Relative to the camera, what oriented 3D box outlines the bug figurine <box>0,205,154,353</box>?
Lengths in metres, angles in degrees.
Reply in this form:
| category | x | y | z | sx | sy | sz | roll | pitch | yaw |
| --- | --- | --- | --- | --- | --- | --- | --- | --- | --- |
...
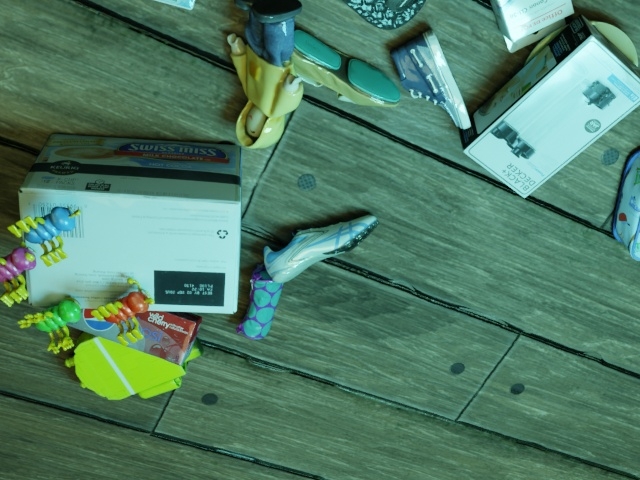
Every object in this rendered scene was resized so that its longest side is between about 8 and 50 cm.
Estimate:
| category | x | y | z | sx | sy | sz | roll | pitch | yaw |
| --- | --- | --- | --- | --- | --- | --- | --- | --- | --- |
| bug figurine | -0.403 | 0.063 | 1.182 | 0.216 | 0.072 | 0.279 | -21 | 126 | 15 |

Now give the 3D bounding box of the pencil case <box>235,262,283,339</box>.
| category | x | y | z | sx | sy | sz | roll | pitch | yaw |
| --- | --- | --- | --- | --- | --- | --- | --- | --- | --- |
| pencil case | -0.122 | 0.126 | 1.522 | 0.070 | 0.064 | 0.152 | 1 | 121 | -26 |

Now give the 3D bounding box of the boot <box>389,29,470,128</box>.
| category | x | y | z | sx | sy | sz | roll | pitch | yaw |
| --- | --- | --- | --- | --- | --- | --- | --- | --- | --- |
| boot | 0.195 | -0.270 | 1.328 | 0.086 | 0.069 | 0.190 | -22 | 113 | 15 |

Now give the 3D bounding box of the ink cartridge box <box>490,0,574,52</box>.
| category | x | y | z | sx | sy | sz | roll | pitch | yaw |
| --- | --- | --- | --- | --- | --- | --- | --- | --- | --- |
| ink cartridge box | 0.344 | -0.413 | 1.251 | 0.115 | 0.067 | 0.198 | -25 | 120 | 8 |

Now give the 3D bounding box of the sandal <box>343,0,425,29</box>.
| category | x | y | z | sx | sy | sz | roll | pitch | yaw |
| --- | --- | --- | --- | --- | --- | --- | --- | --- | --- |
| sandal | -0.008 | -0.495 | 1.157 | 0.167 | 0.107 | 0.445 | -41 | 129 | 16 |

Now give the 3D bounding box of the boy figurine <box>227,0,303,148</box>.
| category | x | y | z | sx | sy | sz | roll | pitch | yaw |
| --- | --- | --- | --- | --- | --- | --- | --- | --- | --- |
| boy figurine | -0.097 | -0.276 | 1.241 | 0.092 | 0.177 | 0.285 | -29 | 148 | -31 |

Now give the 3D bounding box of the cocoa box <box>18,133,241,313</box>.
| category | x | y | z | sx | sy | sz | roll | pitch | yaw |
| --- | --- | --- | --- | --- | --- | --- | --- | --- | --- |
| cocoa box | -0.312 | -0.032 | 1.310 | 0.347 | 0.228 | 0.231 | 3 | 121 | -7 |

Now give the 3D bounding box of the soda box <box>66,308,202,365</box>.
| category | x | y | z | sx | sy | sz | roll | pitch | yaw |
| --- | --- | --- | --- | --- | --- | --- | --- | --- | --- |
| soda box | -0.368 | 0.149 | 1.446 | 0.263 | 0.083 | 0.092 | 20 | 91 | -1 |

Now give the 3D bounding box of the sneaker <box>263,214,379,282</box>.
| category | x | y | z | sx | sy | sz | roll | pitch | yaw |
| --- | --- | --- | --- | --- | --- | --- | --- | --- | --- |
| sneaker | 0.000 | 0.000 | 1.457 | 0.237 | 0.085 | 0.086 | -25 | 79 | -2 |

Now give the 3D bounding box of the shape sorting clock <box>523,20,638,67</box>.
| category | x | y | z | sx | sy | sz | roll | pitch | yaw |
| --- | --- | --- | --- | --- | --- | --- | --- | --- | --- |
| shape sorting clock | 0.461 | -0.294 | 1.350 | 0.206 | 0.040 | 0.206 | 2 | 130 | 2 |

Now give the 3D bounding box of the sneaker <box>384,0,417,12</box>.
| category | x | y | z | sx | sy | sz | roll | pitch | yaw |
| --- | --- | --- | --- | --- | --- | --- | --- | --- | --- |
| sneaker | 0.153 | -0.452 | 1.135 | 0.108 | 0.271 | 0.100 | 34 | 156 | -11 |

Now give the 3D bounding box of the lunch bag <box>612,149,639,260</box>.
| category | x | y | z | sx | sy | sz | roll | pitch | yaw |
| --- | --- | --- | --- | --- | --- | --- | --- | --- | --- |
| lunch bag | 0.742 | -0.079 | 1.471 | 0.303 | 0.115 | 0.243 | -3 | 119 | -4 |

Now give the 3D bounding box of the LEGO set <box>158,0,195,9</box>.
| category | x | y | z | sx | sy | sz | roll | pitch | yaw |
| --- | --- | --- | --- | --- | --- | --- | --- | --- | --- |
| LEGO set | -0.296 | -0.473 | 1.152 | 0.244 | 0.060 | 0.182 | 13 | 115 | -13 |

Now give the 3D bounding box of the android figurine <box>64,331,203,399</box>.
| category | x | y | z | sx | sy | sz | roll | pitch | yaw |
| --- | --- | --- | --- | --- | --- | --- | --- | --- | --- |
| android figurine | -0.390 | 0.234 | 1.561 | 0.272 | 0.056 | 0.248 | -22 | 121 | 6 |

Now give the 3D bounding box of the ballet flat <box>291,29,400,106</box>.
| category | x | y | z | sx | sy | sz | roll | pitch | yaw |
| --- | --- | --- | --- | --- | --- | --- | --- | --- | --- |
| ballet flat | 0.029 | -0.285 | 1.302 | 0.232 | 0.080 | 0.073 | 27 | 142 | -18 |

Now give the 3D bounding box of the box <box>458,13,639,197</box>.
| category | x | y | z | sx | sy | sz | roll | pitch | yaw |
| --- | --- | --- | --- | --- | --- | --- | --- | --- | --- |
| box | 0.405 | -0.226 | 1.325 | 0.169 | 0.087 | 0.290 | 33 | 124 | -23 |
